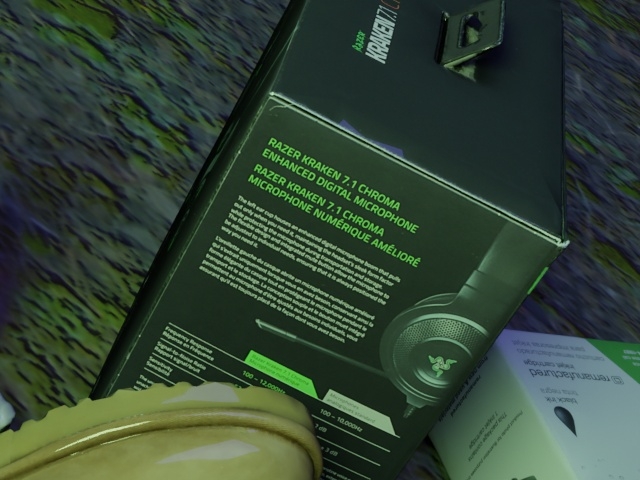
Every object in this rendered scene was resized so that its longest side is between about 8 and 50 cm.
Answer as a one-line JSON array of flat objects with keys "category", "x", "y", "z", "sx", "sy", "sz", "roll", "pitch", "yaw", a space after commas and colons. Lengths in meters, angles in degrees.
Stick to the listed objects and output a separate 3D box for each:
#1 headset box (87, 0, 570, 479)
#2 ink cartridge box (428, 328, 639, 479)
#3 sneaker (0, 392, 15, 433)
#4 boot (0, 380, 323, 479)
[{"category": "headset box", "x": 0.000, "y": 0.000, "z": 0.701, "sx": 0.131, "sy": 0.283, "sz": 0.246, "roll": 27, "pitch": 30, "yaw": -7}, {"category": "ink cartridge box", "x": 0.171, "y": 0.155, "z": 0.815, "sx": 0.153, "sy": 0.087, "sz": 0.208, "roll": 8, "pitch": 38, "yaw": -33}, {"category": "sneaker", "x": -0.200, "y": 0.081, "z": 0.607, "sx": 0.071, "sy": 0.068, "sz": 0.170, "roll": 59, "pitch": 24, "yaw": -2}, {"category": "boot", "x": -0.084, "y": 0.191, "z": 0.455, "sx": 0.236, "sy": 0.089, "sz": 0.269, "roll": -15, "pitch": 51, "yaw": -4}]
